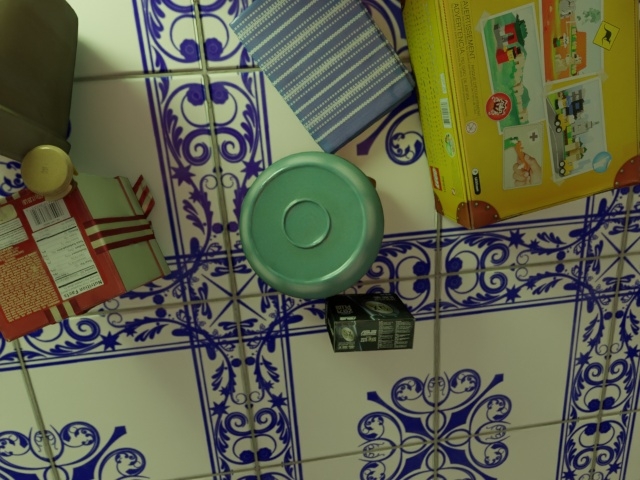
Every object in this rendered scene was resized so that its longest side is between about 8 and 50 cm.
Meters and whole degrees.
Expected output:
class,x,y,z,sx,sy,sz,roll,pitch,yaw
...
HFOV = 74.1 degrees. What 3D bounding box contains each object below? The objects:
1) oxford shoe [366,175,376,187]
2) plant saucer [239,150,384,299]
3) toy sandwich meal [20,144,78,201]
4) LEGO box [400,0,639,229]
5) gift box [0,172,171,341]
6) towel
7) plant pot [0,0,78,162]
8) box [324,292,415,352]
class,x,y,z,sx,sy,sz,roll,pitch,yaw
oxford shoe,0.085,-0.042,0.959,0.076,0.076,0.212,-4,116,-39
plant saucer,-0.027,-0.034,0.889,0.317,0.044,0.317,0,88,11
toy sandwich meal,-0.414,-0.104,0.653,0.085,0.029,0.085,0,91,-4
LEGO box,0.400,-0.317,0.853,0.372,0.193,0.500,-15,107,-3
gift box,-0.454,-0.003,0.802,0.255,0.258,0.276,-18,94,-1
towel,0.013,-0.375,0.875,0.243,0.040,0.336,-37,105,6
plant pot,-0.553,-0.298,0.698,0.323,0.323,0.280,21,86,-13
box,0.107,0.186,0.982,0.180,0.147,0.077,-1,106,-7
